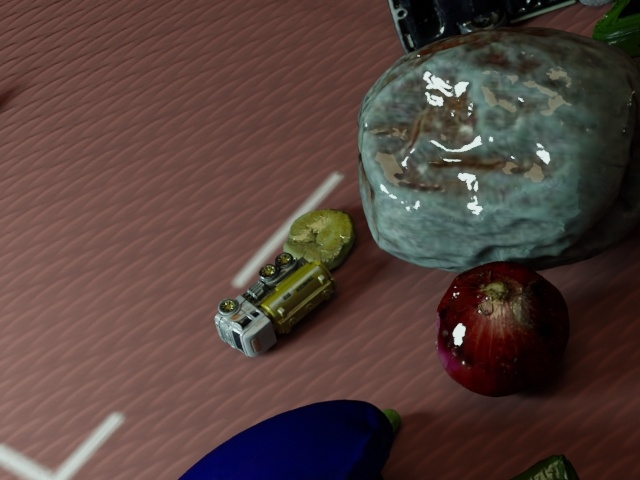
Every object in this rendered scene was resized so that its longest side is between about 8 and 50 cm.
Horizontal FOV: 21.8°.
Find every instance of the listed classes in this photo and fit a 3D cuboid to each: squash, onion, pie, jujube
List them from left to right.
[{"bbox_3d":[0.000,0.000,1.757,0.084,0.020,0.084,-10,48,12],"label":"pie"},{"bbox_3d":[0.046,0.193,1.560,0.027,0.027,0.089,19,59,32],"label":"squash"},{"bbox_3d":[0.174,-0.087,1.640,0.308,0.215,0.246,7,92,29],"label":"jujube"},{"bbox_3d":[0.169,0.081,1.559,0.131,0.131,0.131,-10,46,10],"label":"onion"}]

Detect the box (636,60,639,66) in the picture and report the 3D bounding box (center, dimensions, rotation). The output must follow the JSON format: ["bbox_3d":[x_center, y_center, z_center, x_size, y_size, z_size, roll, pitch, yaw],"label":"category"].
[{"bbox_3d":[0.422,-0.154,1.739,0.311,0.043,0.173,-28,45,-8],"label":"box"}]

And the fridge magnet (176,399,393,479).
[{"bbox_3d":[-0.048,0.232,1.446,0.265,0.112,0.265,-30,15,9],"label":"fridge magnet"}]

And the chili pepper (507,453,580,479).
[{"bbox_3d":[0.066,0.291,1.432,0.359,0.076,0.085,-25,82,4],"label":"chili pepper"}]

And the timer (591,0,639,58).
[{"bbox_3d":[0.364,-0.245,1.806,0.128,0.047,0.140,-10,26,40],"label":"timer"}]

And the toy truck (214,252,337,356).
[{"bbox_3d":[-0.045,0.065,1.690,0.123,0.052,0.063,-40,55,-20],"label":"toy truck"}]

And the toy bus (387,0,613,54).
[{"bbox_3d":[0.212,-0.347,1.921,0.305,0.143,0.179,-19,43,2],"label":"toy bus"}]
